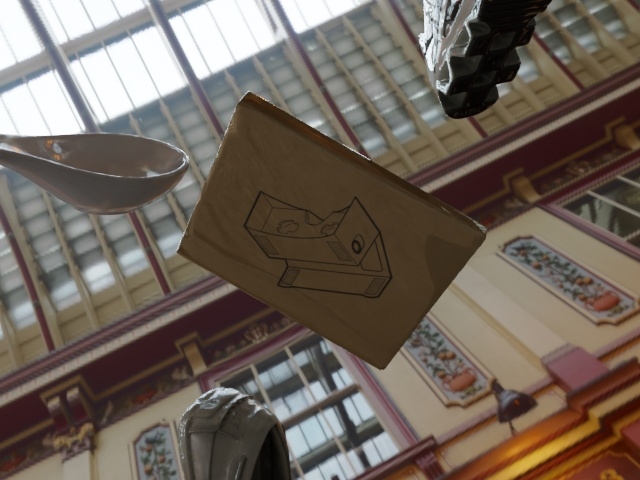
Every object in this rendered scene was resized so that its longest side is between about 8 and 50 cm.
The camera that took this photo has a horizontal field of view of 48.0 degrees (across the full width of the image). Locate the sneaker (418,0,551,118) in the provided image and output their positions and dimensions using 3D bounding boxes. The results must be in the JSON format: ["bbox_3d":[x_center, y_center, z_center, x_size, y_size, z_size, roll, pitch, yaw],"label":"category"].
[{"bbox_3d":[0.178,-0.291,0.765,0.122,0.146,0.330,-11,-28,-25],"label":"sneaker"}]

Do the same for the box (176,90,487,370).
[{"bbox_3d":[0.000,0.000,0.559,0.201,0.021,0.164,30,-52,0],"label":"box"}]

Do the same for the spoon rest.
[{"bbox_3d":[-0.237,-0.056,0.606,0.276,0.137,0.084,-22,-52,-41],"label":"spoon rest"}]

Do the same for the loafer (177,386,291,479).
[{"bbox_3d":[-0.070,0.306,0.762,0.112,0.111,0.319,-37,-54,-46],"label":"loafer"}]
